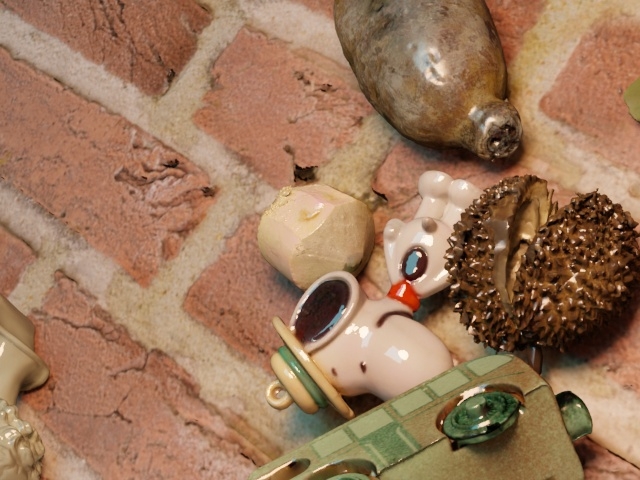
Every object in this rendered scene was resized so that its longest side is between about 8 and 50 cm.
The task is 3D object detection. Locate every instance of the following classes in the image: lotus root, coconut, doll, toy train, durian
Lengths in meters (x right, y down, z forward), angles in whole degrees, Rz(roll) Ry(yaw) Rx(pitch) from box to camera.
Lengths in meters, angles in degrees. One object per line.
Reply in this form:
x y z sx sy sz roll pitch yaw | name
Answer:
0.114 -0.215 1.774 0.175 0.175 0.349 -35 46 14 | lotus root
0.000 0.000 1.753 0.122 0.116 0.116 30 83 45 | coconut
0.062 0.059 1.667 0.208 0.144 0.271 5 67 16 | doll
0.091 0.220 1.469 0.326 0.129 0.159 -27 22 -9 | toy train
0.215 0.036 1.550 0.196 0.167 0.196 -8 78 42 | durian

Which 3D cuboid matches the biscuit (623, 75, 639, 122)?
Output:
0.445 -0.222 1.614 0.322 0.038 0.099 -43 42 7 | biscuit

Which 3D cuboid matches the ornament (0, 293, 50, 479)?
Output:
-0.390 0.182 1.915 0.120 0.130 0.285 -29 47 25 | ornament
